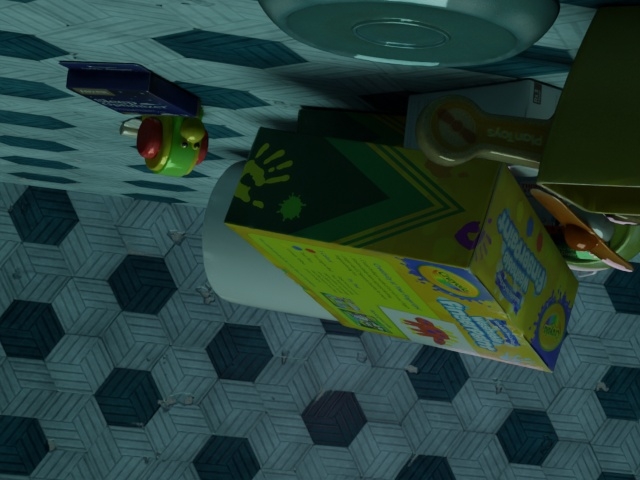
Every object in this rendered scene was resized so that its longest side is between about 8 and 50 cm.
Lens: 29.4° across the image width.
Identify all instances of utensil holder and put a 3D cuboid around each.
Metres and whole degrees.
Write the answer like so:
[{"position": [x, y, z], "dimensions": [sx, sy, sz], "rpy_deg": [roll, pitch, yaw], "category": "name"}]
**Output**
[{"position": [0.000, 0.000, 2.455], "dimensions": [0.385, 0.328, 0.327], "rpy_deg": [6, 176, 25], "category": "utensil holder"}]

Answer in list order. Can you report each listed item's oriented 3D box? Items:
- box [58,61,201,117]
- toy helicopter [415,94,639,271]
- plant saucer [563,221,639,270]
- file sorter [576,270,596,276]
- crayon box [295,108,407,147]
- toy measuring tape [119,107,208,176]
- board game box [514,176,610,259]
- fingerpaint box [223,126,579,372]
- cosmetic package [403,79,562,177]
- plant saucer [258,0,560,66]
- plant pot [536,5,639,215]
[{"position": [-0.287, -0.225, 1.840], "dimensions": [0.136, 0.036, 0.225], "rpy_deg": [5, 174, 18], "category": "box"}, {"position": [0.284, -0.094, 1.448], "dimensions": [0.355, 0.235, 0.140], "rpy_deg": [7, 176, -10], "category": "toy helicopter"}, {"position": [0.393, -0.053, 1.871], "dimensions": [0.241, 0.241, 0.037], "rpy_deg": [4, -153, 27], "category": "plant saucer"}, {"position": [0.427, -0.023, 2.491], "dimensions": [0.277, 0.173, 0.193], "rpy_deg": [6, 176, 0], "category": "file sorter"}, {"position": [0.137, -0.144, 1.958], "dimensions": [0.323, 0.083, 0.203], "rpy_deg": [6, 176, 11], "category": "crayon box"}, {"position": [-0.280, -0.162, 2.103], "dimensions": [0.121, 0.121, 0.330], "rpy_deg": [9, 175, -29], "category": "toy measuring tape"}, {"position": [0.353, -0.076, 1.823], "dimensions": [0.160, 0.211, 0.039], "rpy_deg": [4, -152, 18], "category": "board game box"}, {"position": [0.135, 0.018, 1.765], "dimensions": [0.371, 0.163, 0.445], "rpy_deg": [11, 163, 29], "category": "fingerpaint box"}, {"position": [0.218, -0.145, 1.654], "dimensions": [0.085, 0.117, 0.231], "rpy_deg": [9, 176, -40], "category": "cosmetic package"}, {"position": [0.085, -0.229, 1.258], "dimensions": [0.317, 0.044, 0.317], "rpy_deg": [6, 175, 1], "category": "plant saucer"}, {"position": [0.355, -0.128, 1.228], "dimensions": [0.212, 0.187, 0.212], "rpy_deg": [4, 175, 27], "category": "plant pot"}]
